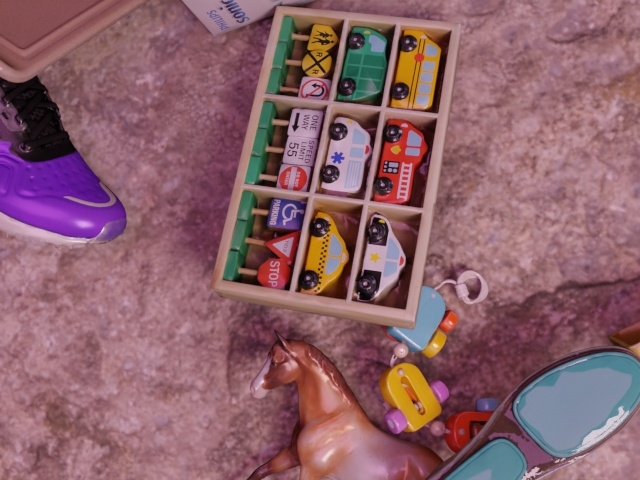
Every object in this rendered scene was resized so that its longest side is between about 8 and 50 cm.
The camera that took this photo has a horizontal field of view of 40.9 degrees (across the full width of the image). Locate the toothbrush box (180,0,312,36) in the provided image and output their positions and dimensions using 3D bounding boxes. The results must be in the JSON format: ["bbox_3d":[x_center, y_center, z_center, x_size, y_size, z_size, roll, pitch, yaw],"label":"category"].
[{"bbox_3d":[-0.004,-0.336,0.734,0.296,0.126,0.216,-18,81,8],"label":"toothbrush box"}]

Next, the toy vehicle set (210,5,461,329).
[{"bbox_3d":[0.018,-0.068,0.723,0.166,0.035,0.266,7,72,11],"label":"toy vehicle set"}]

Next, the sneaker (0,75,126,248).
[{"bbox_3d":[-0.286,-0.113,0.762,0.293,0.102,0.146,33,112,11],"label":"sneaker"}]

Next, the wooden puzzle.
[{"bbox_3d":[-0.270,-0.237,0.754,0.221,0.044,0.238,33,47,11],"label":"wooden puzzle"}]

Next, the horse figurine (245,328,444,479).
[{"bbox_3d":[0.037,0.211,0.716,0.263,0.066,0.174,30,92,11],"label":"horse figurine"}]

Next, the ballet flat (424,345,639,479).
[{"bbox_3d":[0.154,0.154,0.656,0.213,0.068,0.072,-38,77,-2],"label":"ballet flat"}]

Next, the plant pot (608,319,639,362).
[{"bbox_3d":[0.290,0.098,0.673,0.082,0.081,0.083,-28,86,7],"label":"plant pot"}]

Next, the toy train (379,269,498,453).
[{"bbox_3d":[0.102,0.111,0.723,0.125,0.046,0.166,0,75,-22],"label":"toy train"}]
